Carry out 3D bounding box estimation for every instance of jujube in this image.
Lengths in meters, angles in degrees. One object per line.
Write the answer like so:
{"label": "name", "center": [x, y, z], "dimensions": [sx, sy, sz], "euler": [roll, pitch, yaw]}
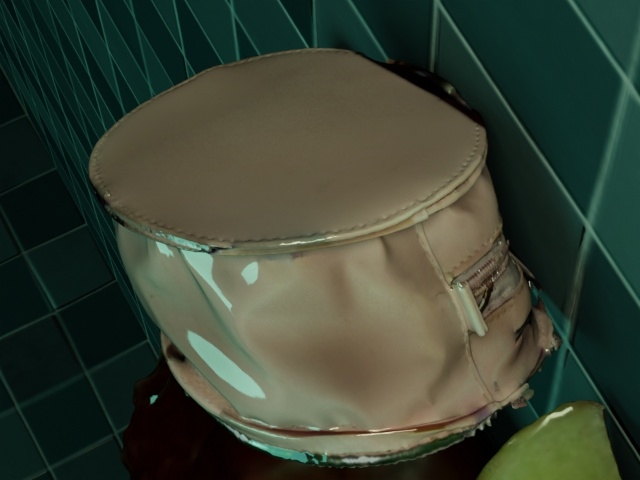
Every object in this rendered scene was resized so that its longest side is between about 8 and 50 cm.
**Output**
{"label": "jujube", "center": [-0.006, 0.171, 1.192], "dimensions": [0.377, 0.258, 0.258], "euler": [30, 146, 64]}

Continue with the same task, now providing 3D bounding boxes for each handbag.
{"label": "handbag", "center": [0.000, 0.001, 0.870], "dimensions": [0.205, 0.179, 0.116], "euler": [37, 145, 52]}

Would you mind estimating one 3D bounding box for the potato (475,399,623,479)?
{"label": "potato", "center": [0.136, 0.255, 0.873], "dimensions": [0.255, 0.112, 0.269], "euler": [65, -171, -47]}
